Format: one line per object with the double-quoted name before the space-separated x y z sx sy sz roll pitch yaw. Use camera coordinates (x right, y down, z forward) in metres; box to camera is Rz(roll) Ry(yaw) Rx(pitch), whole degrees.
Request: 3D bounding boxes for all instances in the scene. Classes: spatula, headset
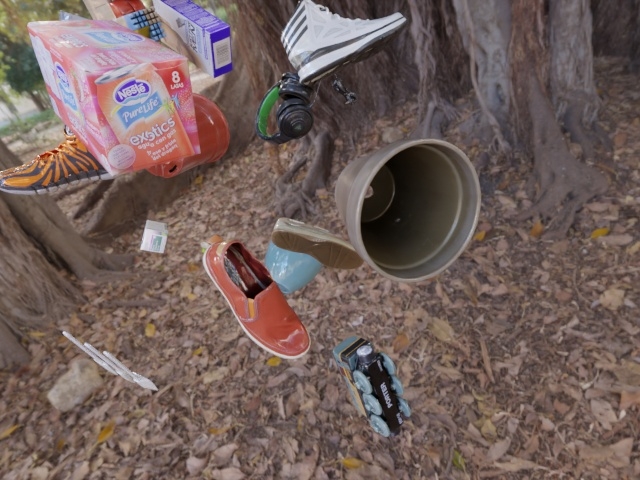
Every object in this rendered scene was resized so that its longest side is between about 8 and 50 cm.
"spatula" -0.497 0.294 0.961 0.168 0.242 0.019 17 54 18
"headset" -0.069 -0.480 1.453 0.394 0.185 0.244 -13 67 39

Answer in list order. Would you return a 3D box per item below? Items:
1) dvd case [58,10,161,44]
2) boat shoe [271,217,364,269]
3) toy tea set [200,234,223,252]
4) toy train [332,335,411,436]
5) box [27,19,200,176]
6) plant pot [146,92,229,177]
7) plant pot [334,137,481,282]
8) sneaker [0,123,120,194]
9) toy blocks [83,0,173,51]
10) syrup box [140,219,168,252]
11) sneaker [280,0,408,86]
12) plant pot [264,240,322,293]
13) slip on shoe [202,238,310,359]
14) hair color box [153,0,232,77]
"dvd case" -0.536 -0.459 1.038 0.238 0.180 0.029 -1 2 -42
"boat shoe" 0.000 0.000 1.426 0.341 0.122 0.110 20 40 -7
"toy tea set" -0.460 0.125 1.891 0.200 0.336 0.124 -9 41 40
"toy train" 0.158 0.456 1.259 0.142 0.334 0.190 -31 22 -25
"box" -0.334 -0.244 0.643 0.142 0.154 0.300 -26 46 -34
"plant pot" -0.514 -0.368 1.458 0.272 0.273 0.265 -7 28 22
"plant pot" 0.175 -0.096 0.994 0.323 0.323 0.280 -27 24 -11
"sneaker" -0.695 -0.242 1.074 0.124 0.180 0.321 33 41 28
"toy blocks" -0.665 -0.745 1.419 0.260 0.382 0.191 10 43 35
"syrup box" -0.729 -0.020 1.767 0.096 0.093 0.237 12 7 -24
"sneaker" 0.070 -0.728 1.341 0.447 0.258 0.169 -31 6 -14
"plant pot" -0.162 0.146 1.981 0.290 0.290 0.196 8 60 39
"slip on shoe" -0.133 0.135 0.900 0.123 0.331 0.101 -43 10 -38
"hair color box" -0.501 -0.814 1.581 0.338 0.185 0.110 40 59 19
